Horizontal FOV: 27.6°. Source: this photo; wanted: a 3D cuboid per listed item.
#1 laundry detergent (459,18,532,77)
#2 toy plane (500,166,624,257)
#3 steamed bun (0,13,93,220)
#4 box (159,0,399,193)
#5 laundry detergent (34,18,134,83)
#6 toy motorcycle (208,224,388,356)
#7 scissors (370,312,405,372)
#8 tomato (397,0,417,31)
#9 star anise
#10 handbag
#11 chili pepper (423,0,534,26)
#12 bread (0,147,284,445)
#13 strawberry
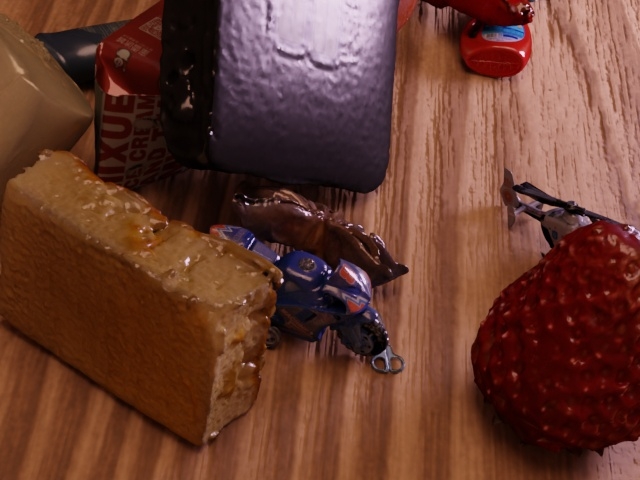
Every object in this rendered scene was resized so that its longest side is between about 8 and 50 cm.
[{"bbox_3d":[0.244,-0.289,1.804,0.097,0.049,0.165,7,40,5],"label":"laundry detergent"},{"bbox_3d":[0.275,-0.018,1.496,0.053,0.078,0.197,-23,37,-28],"label":"toy plane"},{"bbox_3d":[-0.369,-0.142,1.421,0.250,0.200,0.155,46,9,31],"label":"steamed bun"},{"bbox_3d":[-0.031,-0.238,1.440,0.091,0.359,0.350,5,2,38],"label":"box"},{"bbox_3d":[-0.283,-0.234,1.629,0.206,0.061,0.096,-11,49,-21],"label":"laundry detergent"},{"bbox_3d":[-0.023,0.053,1.330,0.205,0.114,0.076,20,44,11],"label":"toy motorcycle"},{"bbox_3d":[0.066,0.107,1.369,0.036,0.006,0.083,0,43,-9],"label":"scissors"},{"bbox_3d":[0.029,-0.344,1.717,0.208,0.184,0.208,11,42,-10],"label":"tomato"},{"bbox_3d":[-0.001,-0.004,1.408,0.208,0.063,0.172,26,12,-1],"label":"star anise"},{"bbox_3d":[-0.157,-0.172,1.516,0.151,0.171,0.298,30,50,16],"label":"handbag"},{"bbox_3d":[0.161,-0.396,1.844,0.110,0.110,0.387,-20,43,-29],"label":"chili pepper"},{"bbox_3d":[-0.181,0.051,1.255,0.275,0.184,0.114,28,39,19],"label":"bread"},{"bbox_3d":[0.261,0.082,1.258,0.205,0.244,0.205,7,41,-7],"label":"strawberry"}]
